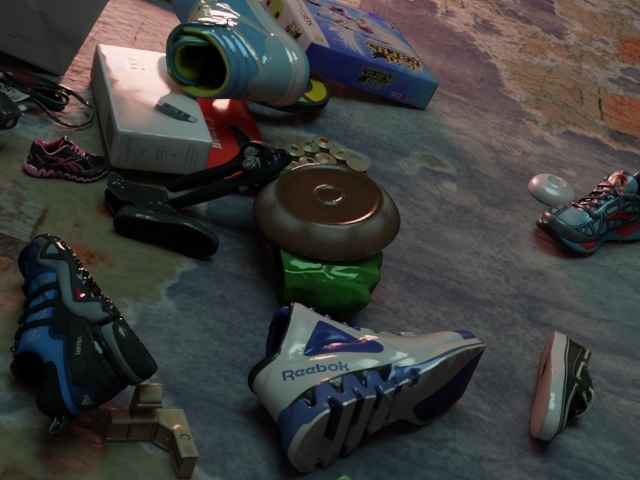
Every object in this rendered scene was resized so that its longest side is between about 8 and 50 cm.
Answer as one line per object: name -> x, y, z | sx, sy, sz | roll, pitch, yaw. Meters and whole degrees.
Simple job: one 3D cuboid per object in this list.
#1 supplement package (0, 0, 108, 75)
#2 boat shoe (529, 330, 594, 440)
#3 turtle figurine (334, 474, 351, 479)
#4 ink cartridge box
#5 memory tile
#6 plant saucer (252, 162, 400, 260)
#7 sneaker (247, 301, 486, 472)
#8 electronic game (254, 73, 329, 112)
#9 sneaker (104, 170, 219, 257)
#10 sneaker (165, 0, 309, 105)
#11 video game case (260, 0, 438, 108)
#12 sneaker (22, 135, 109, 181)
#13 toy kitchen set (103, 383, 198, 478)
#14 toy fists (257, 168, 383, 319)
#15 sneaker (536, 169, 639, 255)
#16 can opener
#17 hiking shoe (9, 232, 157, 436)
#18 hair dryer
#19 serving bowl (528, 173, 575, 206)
supplement package -> -0.454, -0.427, 2.038 | 0.177, 0.175, 0.293 | 21, 27, -30
boat shoe -> 0.316, 0.188, 1.662 | 0.070, 0.078, 0.219 | 22, 30, 4
turtle figurine -> 0.069, 0.344, 1.171 | 0.266, 0.198, 0.274 | 34, 30, 28
ink cartridge box -> -0.199, -0.189, 1.943 | 0.261, 0.066, 0.296 | 6, 30, -21
memory tile -> -0.005, -0.123, 2.018 | 0.113, 0.012, 0.148 | 39, 36, 27
plant saucer -> 0.010, -0.048, 1.715 | 0.198, 0.036, 0.199 | 5, 38, -4
sneaker -> 0.037, 0.138, 1.532 | 0.315, 0.127, 0.182 | -15, 48, -41
electronic game -> -0.091, -0.278, 2.149 | 0.229, 0.048, 0.229 | 22, 25, -11
sneaker -> -0.212, -0.036, 1.729 | 0.170, 0.051, 0.089 | 15, 36, -3
sneaker -> -0.180, -0.321, 1.983 | 0.208, 0.127, 0.319 | -6, 38, -44
video game case -> 0.050, -0.352, 2.313 | 0.269, 0.061, 0.244 | 13, 31, -30
sneaker -> -0.343, -0.115, 1.772 | 0.119, 0.057, 0.047 | 2, 34, -30
toy kitchen set -> -0.176, 0.201, 1.370 | 0.083, 0.068, 0.075 | 3, 35, -25
toy fists -> 0.000, 0.000, 1.757 | 0.142, 0.096, 0.279 | -2, 37, -11
sneaker -> 0.448, -0.062, 2.073 | 0.261, 0.125, 0.104 | -13, 44, -42
can opener -> -0.129, -0.082, 1.764 | 0.073, 0.186, 0.059 | 45, 29, -53
hiking shoe -> -0.298, 0.090, 1.431 | 0.132, 0.113, 0.304 | -36, 33, -10
hair dryer -> -0.493, -0.230, 1.876 | 0.293, 0.080, 0.223 | 36, 17, 17
serving bowl -> 0.392, -0.088, 2.175 | 0.083, 0.027, 0.083 | 15, 31, -9
